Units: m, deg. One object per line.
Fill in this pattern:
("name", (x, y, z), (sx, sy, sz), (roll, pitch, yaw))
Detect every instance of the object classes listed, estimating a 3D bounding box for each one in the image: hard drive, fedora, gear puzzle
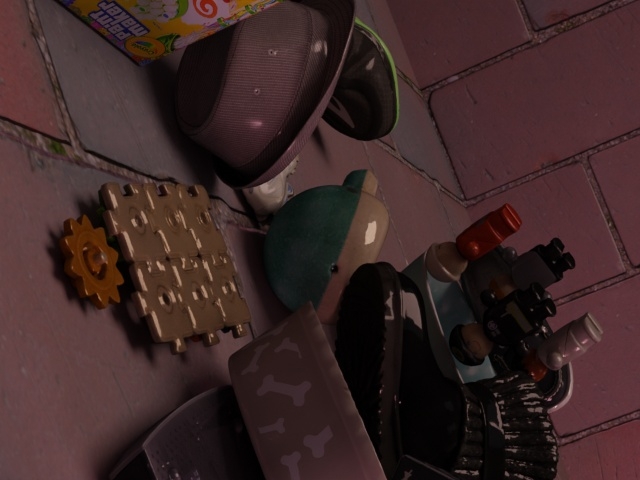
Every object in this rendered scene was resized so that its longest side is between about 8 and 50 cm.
("hard drive", (-0.102, 0.227, 1.175), (0.172, 0.054, 0.255), (67, 13, 0))
("fedora", (-0.085, -0.204, 1.600), (0.124, 0.275, 0.244), (25, -3, -31))
("gear puzzle", (-0.165, 0.029, 1.295), (0.175, 0.044, 0.339), (70, 17, 5))

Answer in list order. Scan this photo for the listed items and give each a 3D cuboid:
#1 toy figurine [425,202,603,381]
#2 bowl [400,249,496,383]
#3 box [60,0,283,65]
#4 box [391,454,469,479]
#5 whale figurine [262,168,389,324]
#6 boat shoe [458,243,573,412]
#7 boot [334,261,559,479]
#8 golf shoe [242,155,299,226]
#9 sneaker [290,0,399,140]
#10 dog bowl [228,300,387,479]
("toy figurine", (0.257, 0.081, 1.806), (0.209, 0.148, 0.213), (27, 36, -45))
("bowl", (0.143, 0.185, 1.918), (0.311, 0.163, 0.311), (60, 16, -30))
("box", (-0.158, -0.361, 1.424), (0.290, 0.279, 0.177), (37, 33, -65))
("box", (0.240, 0.398, 1.482), (0.294, 0.183, 0.296), (29, -6, -37))
("whale figurine", (0.000, 0.000, 1.732), (0.141, 0.216, 0.272), (21, 13, -4))
("boat shoe", (0.273, 0.116, 1.970), (0.091, 0.114, 0.302), (50, 10, -52))
("boot", (0.158, 0.179, 1.638), (0.131, 0.260, 0.348), (28, -57, 60))
("golf shoe", (-0.075, -0.105, 1.773), (0.086, 0.069, 0.176), (49, 21, -35))
("sneaker", (-0.033, -0.313, 2.113), (0.483, 0.185, 0.202), (52, 39, -38))
("dog bowl", (0.010, 0.237, 1.318), (0.349, 0.102, 0.349), (157, -90, -87))
